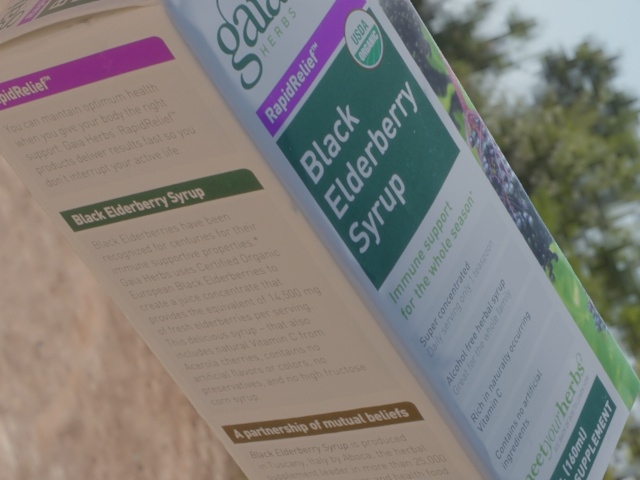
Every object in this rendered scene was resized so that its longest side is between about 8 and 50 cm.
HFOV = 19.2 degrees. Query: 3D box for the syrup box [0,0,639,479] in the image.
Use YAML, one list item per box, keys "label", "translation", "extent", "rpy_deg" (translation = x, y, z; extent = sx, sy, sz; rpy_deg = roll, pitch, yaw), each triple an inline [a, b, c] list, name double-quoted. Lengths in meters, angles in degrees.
- label: "syrup box"
  translation: [0.000, 0.000, 0.599]
  extent: [0.237, 0.096, 0.093]
  rpy_deg: [57, 44, -27]
